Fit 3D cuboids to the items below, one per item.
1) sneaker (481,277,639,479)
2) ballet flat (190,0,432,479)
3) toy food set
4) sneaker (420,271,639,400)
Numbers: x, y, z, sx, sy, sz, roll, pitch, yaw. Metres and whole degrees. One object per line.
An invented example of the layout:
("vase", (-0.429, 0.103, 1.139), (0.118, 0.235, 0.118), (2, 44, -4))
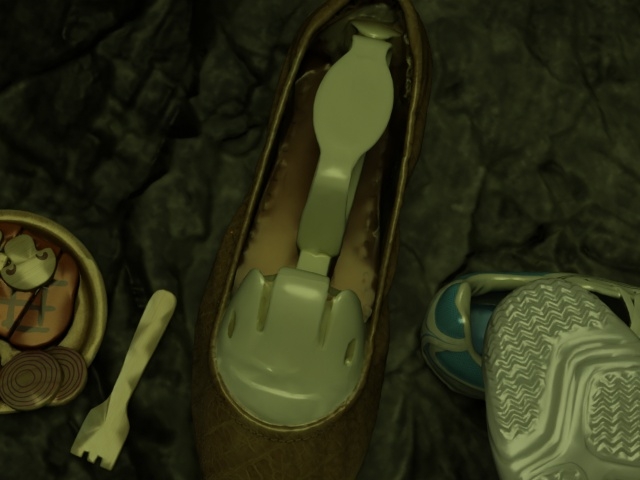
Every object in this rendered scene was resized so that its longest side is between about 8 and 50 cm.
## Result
("sneaker", (0.147, 0.152, 0.995), (0.101, 0.153, 0.268), (-23, 88, -9))
("ballet flat", (0.000, 0.000, 1.049), (0.116, 0.124, 0.342), (15, 74, 1))
("toy food set", (-0.187, 0.043, 1.070), (0.192, 0.038, 0.132), (22, 74, 3))
("sneaker", (0.177, 0.062, 1.064), (0.237, 0.086, 0.085), (4, 72, -4))
